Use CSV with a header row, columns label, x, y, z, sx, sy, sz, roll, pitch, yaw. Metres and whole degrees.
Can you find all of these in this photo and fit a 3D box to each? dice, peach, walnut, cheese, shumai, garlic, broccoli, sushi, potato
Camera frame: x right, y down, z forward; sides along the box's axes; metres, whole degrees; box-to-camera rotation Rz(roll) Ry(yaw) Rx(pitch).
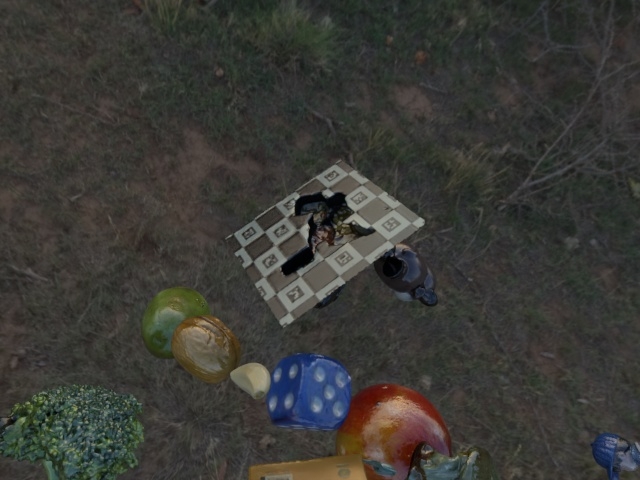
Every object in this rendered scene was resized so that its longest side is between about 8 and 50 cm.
label,x,y,z,sx,sy,sz,roll,pitch,yaw
dice,-0.027,0.333,1.051,0.143,0.146,0.146,23,58,-30
peach,0.241,0.648,1.567,0.388,0.388,0.388,5,69,-13
walnut,-0.274,0.256,1.159,0.144,0.144,0.180,-40,78,-23
cheese,0.165,0.617,1.313,0.120,0.067,0.026,42,47,-33
shumai,0.355,0.655,1.276,0.222,0.203,0.272,-39,108,-53
garlic,-0.111,0.232,0.809,0.053,0.083,0.041,-20,115,-31
broccoli,-0.585,0.472,1.153,0.338,0.277,0.318,35,107,17
sushi,0.000,0.000,1.098,0.359,0.064,0.343,-35,44,-8
potato,-0.466,0.263,1.560,0.215,0.304,0.216,2,105,8

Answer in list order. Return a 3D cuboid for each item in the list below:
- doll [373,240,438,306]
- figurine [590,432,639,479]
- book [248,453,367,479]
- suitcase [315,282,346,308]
label,x,y,z,sx,sy,sz,roll,pitch,yaw
doll,0.209,0.076,1.196,0.117,0.257,0.182,-31,62,11
figurine,0.617,0.423,0.954,0.086,0.149,0.087,-14,79,-51
book,-0.006,0.457,0.748,0.207,0.295,0.020,-2,112,-8
suitcase,0.007,0.099,1.757,0.188,0.345,0.339,36,79,-3
